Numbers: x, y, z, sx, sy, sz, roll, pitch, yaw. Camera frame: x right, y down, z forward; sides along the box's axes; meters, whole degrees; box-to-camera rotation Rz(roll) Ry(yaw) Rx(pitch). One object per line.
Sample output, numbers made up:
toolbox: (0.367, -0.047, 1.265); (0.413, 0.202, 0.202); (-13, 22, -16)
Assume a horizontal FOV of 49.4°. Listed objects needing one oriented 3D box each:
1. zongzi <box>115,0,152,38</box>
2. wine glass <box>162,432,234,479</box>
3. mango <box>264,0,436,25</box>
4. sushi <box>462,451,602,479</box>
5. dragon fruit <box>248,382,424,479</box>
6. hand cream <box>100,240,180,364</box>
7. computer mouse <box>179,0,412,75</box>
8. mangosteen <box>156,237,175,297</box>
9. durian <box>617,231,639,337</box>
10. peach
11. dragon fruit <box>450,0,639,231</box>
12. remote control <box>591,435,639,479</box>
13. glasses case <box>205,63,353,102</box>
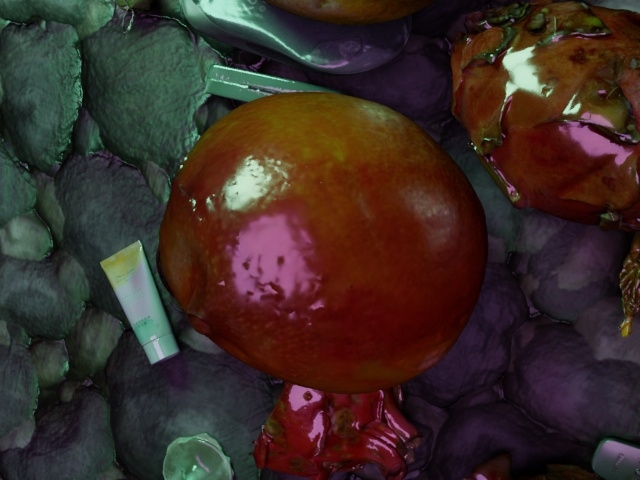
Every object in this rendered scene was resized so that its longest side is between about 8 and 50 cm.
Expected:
zongzi: (-0.285, -0.366, 0.968); (0.130, 0.062, 0.154); (21, 119, 31)
wine glass: (-0.208, 0.364, 0.941); (0.156, 0.232, 0.156); (2, 99, 13)
mango: (0.006, -0.338, 0.767); (0.316, 0.146, 0.193); (30, 91, 13)
sushi: (0.336, 0.375, 0.841); (0.343, 0.196, 0.182); (9, 100, 17)
dragon fruit: (0.036, 0.241, 0.923); (0.211, 0.134, 0.262); (24, 102, 5)
hand cream: (-0.261, 0.094, 1.019); (0.076, 0.047, 0.174); (-27, 82, 16)
computer mouse: (-0.065, -0.312, 0.890); (0.379, 0.090, 0.167); (25, 82, 9)
mangosteen: (-0.150, 0.017, 0.940); (0.152, 0.152, 0.153); (2, 98, 12)
durian: (0.409, 0.034, 0.808); (0.102, 0.146, 0.208); (50, 120, 45)
peach: (0.001, 0.000, 0.775); (0.372, 0.289, 0.373); (2, 86, -27)
dragon fruit: (0.290, -0.137, 0.771); (0.314, 0.250, 0.251); (15, 100, 17)
remote control: (0.456, 0.309, 0.884); (0.221, 0.042, 0.072); (21, 103, 8)
glasses case: (-0.053, -0.192, 0.913); (0.184, 0.078, 0.040); (14, 100, 11)
